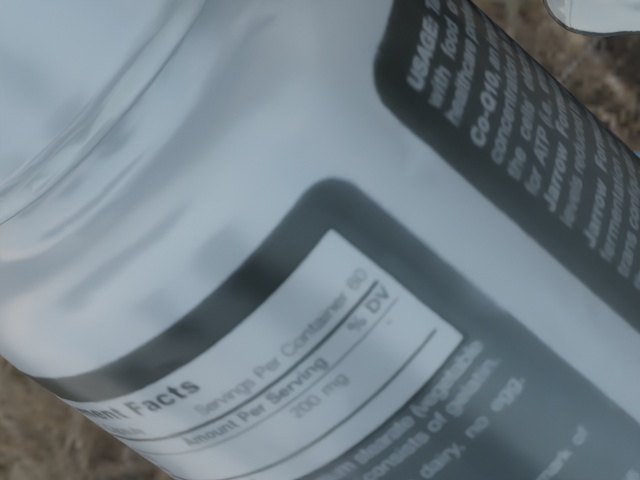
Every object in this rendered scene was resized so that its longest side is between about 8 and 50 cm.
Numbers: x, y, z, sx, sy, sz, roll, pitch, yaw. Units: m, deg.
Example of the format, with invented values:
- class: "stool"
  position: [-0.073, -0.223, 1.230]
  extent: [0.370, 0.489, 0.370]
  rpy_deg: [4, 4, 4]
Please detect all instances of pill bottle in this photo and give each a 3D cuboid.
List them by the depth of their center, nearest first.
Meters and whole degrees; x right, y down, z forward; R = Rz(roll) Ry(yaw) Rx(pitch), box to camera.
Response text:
- class: "pill bottle"
  position: [0.000, 0.000, 0.573]
  extent: [0.161, 0.161, 0.283]
  rpy_deg: [-27, 125, 38]

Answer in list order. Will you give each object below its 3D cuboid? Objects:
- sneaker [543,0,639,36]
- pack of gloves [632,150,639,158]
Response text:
- class: "sneaker"
  position: [0.142, -0.195, 0.980]
  extent: [0.315, 0.127, 0.182]
  rpy_deg: [39, 141, -6]
- class: "pack of gloves"
  position: [0.242, 0.017, 1.293]
  extent: [0.232, 0.195, 0.046]
  rpy_deg: [33, 170, 42]
